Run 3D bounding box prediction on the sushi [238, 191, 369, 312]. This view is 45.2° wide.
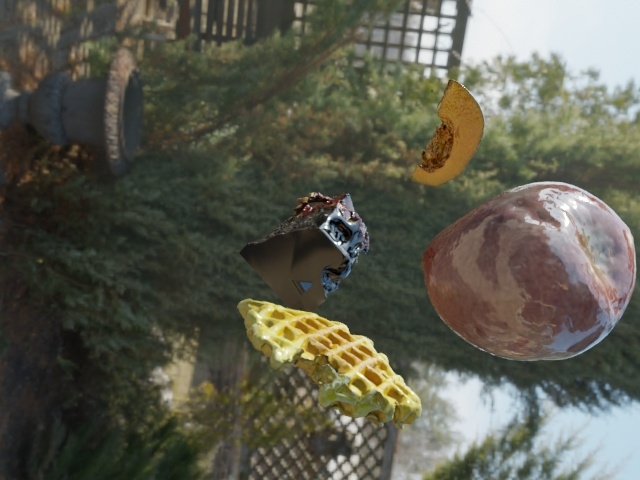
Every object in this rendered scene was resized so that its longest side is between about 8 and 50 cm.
[{"bbox_3d":[0.000,0.000,1.264,0.172,0.153,0.150,-43,179,44],"label":"sushi"}]

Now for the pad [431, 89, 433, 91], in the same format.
[{"bbox_3d":[0.135,-0.366,0.983,0.055,0.250,0.323,27,-40,63],"label":"pad"}]

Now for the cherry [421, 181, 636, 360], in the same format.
[{"bbox_3d":[0.243,0.046,0.919,0.239,0.206,0.239,-42,-178,1],"label":"cherry"}]

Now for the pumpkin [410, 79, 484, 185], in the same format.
[{"bbox_3d":[0.303,-0.234,1.660,0.163,0.111,0.279,-50,162,-48],"label":"pumpkin"}]

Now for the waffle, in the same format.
[{"bbox_3d":[0.010,0.157,1.047,0.056,0.261,0.250,-62,-150,13],"label":"waffle"}]
